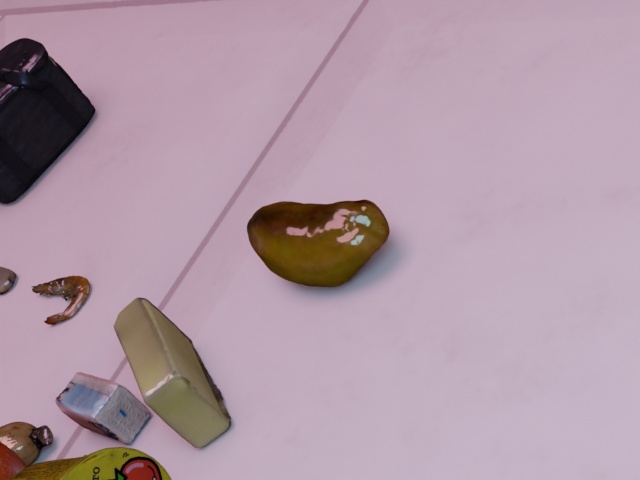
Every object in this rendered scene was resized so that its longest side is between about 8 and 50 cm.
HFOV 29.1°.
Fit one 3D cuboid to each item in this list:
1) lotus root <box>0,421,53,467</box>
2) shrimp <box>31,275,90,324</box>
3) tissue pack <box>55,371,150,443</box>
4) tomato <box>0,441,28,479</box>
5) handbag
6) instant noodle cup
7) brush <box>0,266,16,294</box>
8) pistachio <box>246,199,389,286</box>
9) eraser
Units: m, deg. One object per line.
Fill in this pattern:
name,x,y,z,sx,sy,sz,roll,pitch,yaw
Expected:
lotus root,-0.410,0.273,1.557,0.151,0.063,0.072,-31,47,1
shrimp,-0.381,0.085,1.763,0.114,0.023,0.083,-2,52,32
tissue pack,-0.267,0.204,1.509,0.094,0.074,0.059,8,58,46
tomato,-0.437,0.309,1.413,0.231,0.189,0.232,-11,21,4
handbag,-0.521,-0.208,2.049,0.254,0.181,0.181,-48,40,-16
instant noodle cup,-0.259,0.310,1.322,0.144,0.182,0.182,-7,46,47
brush,-0.589,0.050,1.963,0.336,0.020,0.085,4,53,40
pistachio,0.001,0.003,1.498,0.189,0.100,0.110,-2,71,25
eraser,-0.178,0.155,1.456,0.058,0.117,0.172,-40,37,3
